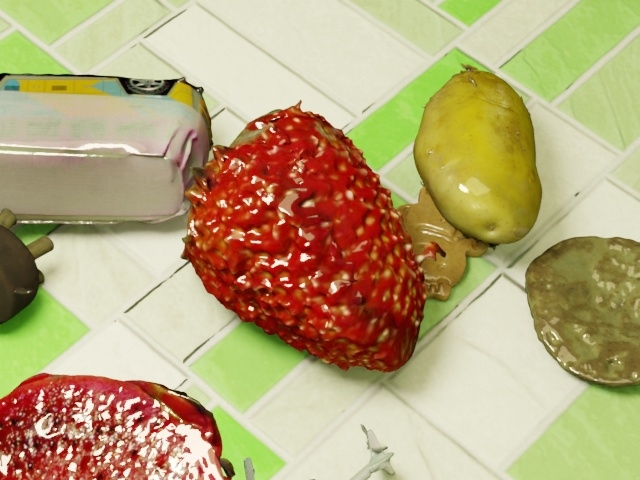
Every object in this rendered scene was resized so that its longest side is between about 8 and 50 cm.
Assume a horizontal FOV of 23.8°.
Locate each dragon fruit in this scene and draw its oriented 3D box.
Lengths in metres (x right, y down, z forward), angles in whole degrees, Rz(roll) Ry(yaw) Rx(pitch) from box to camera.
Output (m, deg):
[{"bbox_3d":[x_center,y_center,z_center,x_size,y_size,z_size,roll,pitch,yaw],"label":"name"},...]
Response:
[{"bbox_3d":[-0.240,0.343,1.589,0.371,0.249,0.386,-19,65,6],"label":"dragon fruit"}]

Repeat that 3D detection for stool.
[{"bbox_3d":[-0.434,0.032,1.909,0.217,0.125,0.121,6,33,25],"label":"stool"}]

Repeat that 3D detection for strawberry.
[{"bbox_3d":[0.001,-0.002,1.878,0.343,0.292,0.292,35,58,1],"label":"strawberry"}]

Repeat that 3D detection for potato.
[{"bbox_3d":[0.208,-0.114,2.000,0.173,0.140,0.300,17,41,-12],"label":"potato"}]

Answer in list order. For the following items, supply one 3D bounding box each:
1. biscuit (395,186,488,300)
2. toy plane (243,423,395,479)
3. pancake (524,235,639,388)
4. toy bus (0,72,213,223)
[{"bbox_3d":[0.151,-0.004,2.011,0.133,0.027,0.184,32,58,18],"label":"biscuit"},{"bbox_3d":[0.008,0.311,1.698,0.273,0.107,0.182,-10,80,-39],"label":"toy plane"},{"bbox_3d":[0.371,0.088,1.943,0.222,0.042,0.236,-37,60,-21],"label":"pancake"},{"bbox_3d":[-0.333,-0.110,1.973,0.386,0.171,0.162,0,45,-4],"label":"toy bus"}]
